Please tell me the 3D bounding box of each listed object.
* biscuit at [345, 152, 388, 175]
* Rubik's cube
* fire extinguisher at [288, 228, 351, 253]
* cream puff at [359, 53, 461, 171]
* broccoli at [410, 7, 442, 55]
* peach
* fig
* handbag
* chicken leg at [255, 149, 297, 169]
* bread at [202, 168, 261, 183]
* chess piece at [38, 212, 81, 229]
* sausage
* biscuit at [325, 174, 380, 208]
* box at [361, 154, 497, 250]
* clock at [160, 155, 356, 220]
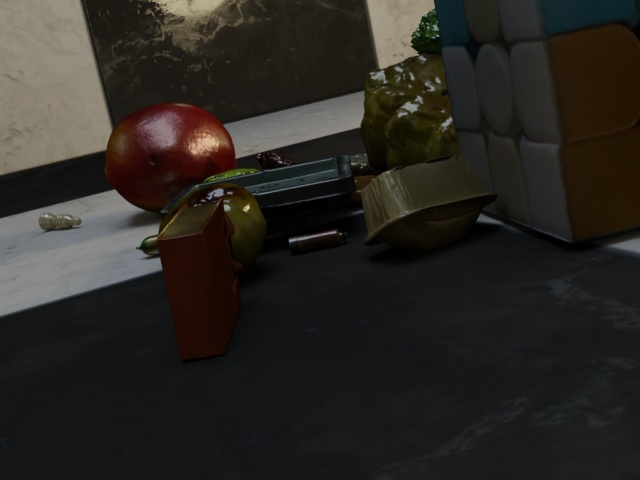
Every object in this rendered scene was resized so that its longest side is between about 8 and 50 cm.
[{"bbox_3d":[0.130,-0.139,1.760,0.141,0.038,0.290,4,13,40],"label":"biscuit"},{"bbox_3d":[0.362,-0.216,1.212,0.344,0.346,0.347,-12,13,-8],"label":"Rubik's cube"},{"bbox_3d":[0.000,0.000,1.327,0.083,0.022,0.028,-11,-18,0],"label":"fire extinguisher"},{"bbox_3d":[0.169,-0.179,1.542,0.244,0.196,0.244,-5,24,2],"label":"cream puff"},{"bbox_3d":[0.354,-0.295,1.721,0.321,0.309,0.413,-14,-24,28],"label":"broccoli"},{"bbox_3d":[-0.274,-0.152,1.839,0.244,0.199,0.243,-10,16,3],"label":"peach"},{"bbox_3d":[-0.132,-0.009,1.254,0.136,0.120,0.153,2,18,33],"label":"fig"},{"bbox_3d":[-0.122,0.034,1.043,0.063,0.127,0.190,-9,13,4],"label":"handbag"},{"bbox_3d":[-0.067,-0.115,1.741,0.053,0.093,0.205,-53,-13,-9],"label":"chicken leg"},{"bbox_3d":[-0.146,-0.088,1.742,0.130,0.071,0.139,-11,12,-19],"label":"bread"},{"bbox_3d":[-0.497,-0.037,1.921,0.092,0.035,0.035,0,17,32],"label":"chess piece"},{"bbox_3d":[-0.145,-0.012,1.483,0.269,0.032,0.033,-11,12,5],"label":"sausage"},{"bbox_3d":[0.033,-0.079,1.615,0.163,0.035,0.250,-12,12,-25],"label":"biscuit"},{"bbox_3d":[0.131,-0.039,1.227,0.177,0.111,0.111,-15,12,-32],"label":"box"},{"bbox_3d":[-0.084,-0.067,1.479,0.274,0.049,0.279,-11,10,3],"label":"clock"}]
